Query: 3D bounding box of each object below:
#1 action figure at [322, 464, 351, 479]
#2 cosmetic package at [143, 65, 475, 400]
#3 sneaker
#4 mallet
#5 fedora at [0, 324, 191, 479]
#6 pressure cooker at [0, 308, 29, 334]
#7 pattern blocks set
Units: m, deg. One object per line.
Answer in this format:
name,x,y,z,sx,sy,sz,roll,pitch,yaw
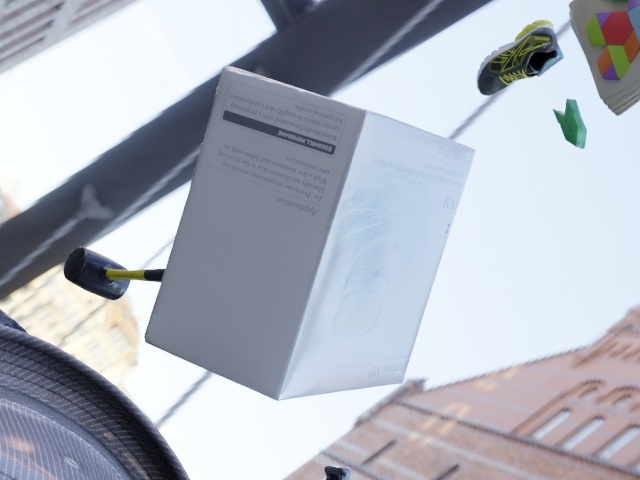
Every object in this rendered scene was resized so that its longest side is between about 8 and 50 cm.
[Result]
action figure,-0.042,0.446,1.275,0.178,0.330,0.341,25,49,-63
cosmetic package,0.000,0.000,0.901,0.138,0.224,0.224,21,7,28
sneaker,0.161,-0.145,0.901,0.083,0.031,0.035,-44,-135,34
mallet,-0.159,0.036,1.031,0.190,0.039,0.062,3,-21,35
fedora,-0.178,0.151,0.476,0.275,0.243,0.124,32,-13,-2
pressure cooker,-0.429,0.212,1.020,0.420,0.376,0.369,177,-95,-74
pattern blocks set,0.372,-0.249,1.248,0.325,0.026,0.285,-49,-126,36
